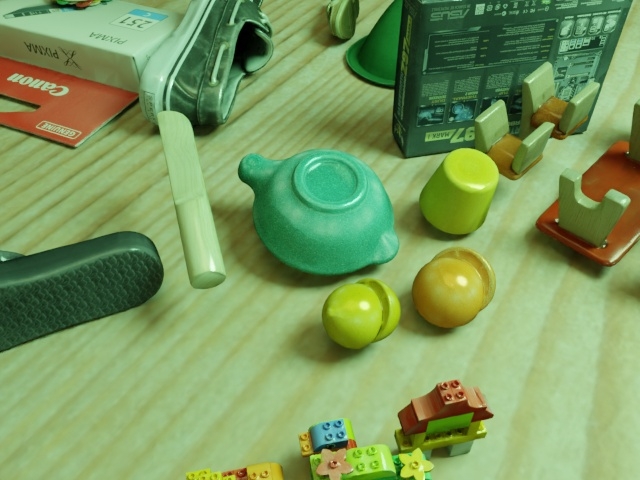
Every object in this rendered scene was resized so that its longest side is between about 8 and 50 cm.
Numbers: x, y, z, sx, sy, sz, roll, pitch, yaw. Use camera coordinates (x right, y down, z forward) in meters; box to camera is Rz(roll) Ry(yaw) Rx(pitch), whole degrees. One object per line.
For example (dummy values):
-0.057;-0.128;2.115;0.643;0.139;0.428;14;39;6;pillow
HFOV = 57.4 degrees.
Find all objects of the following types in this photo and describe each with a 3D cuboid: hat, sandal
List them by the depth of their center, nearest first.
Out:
-0.261;0.043;0.479;0.254;0.097;0.054;-11;45;-25;sandal
0.134;-0.332;0.781;0.208;0.184;0.173;-33;52;-28;hat

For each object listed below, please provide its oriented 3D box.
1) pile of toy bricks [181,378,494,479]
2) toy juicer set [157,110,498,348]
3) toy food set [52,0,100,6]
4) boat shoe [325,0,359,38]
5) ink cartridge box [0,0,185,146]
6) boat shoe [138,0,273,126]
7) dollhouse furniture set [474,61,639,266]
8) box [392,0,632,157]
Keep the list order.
0.017;0.151;0.349;0.212;0.105;0.118;-9;45;-8;pile of toy bricks
0.000;0.000;0.525;0.329;0.089;0.209;7;57;-3;toy juicer set
-0.345;-0.358;0.844;0.082;0.020;0.083;34;52;31;toy food set
0.028;-0.350;0.896;0.048;0.056;0.153;-1;42;13;boat shoe
-0.361;-0.254;0.796;0.296;0.066;0.261;18;46;18;ink cartridge box
-0.119;-0.261;0.780;0.119;0.121;0.335;14;57;4;boat shoe
0.325;-0.073;0.584;0.259;0.135;0.262;-39;55;-18;dollhouse furniture set
0.201;-0.193;0.639;0.232;0.183;0.059;-9;45;-7;box
